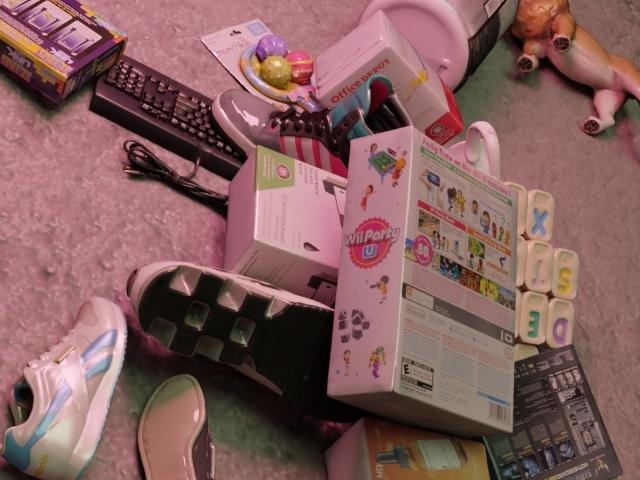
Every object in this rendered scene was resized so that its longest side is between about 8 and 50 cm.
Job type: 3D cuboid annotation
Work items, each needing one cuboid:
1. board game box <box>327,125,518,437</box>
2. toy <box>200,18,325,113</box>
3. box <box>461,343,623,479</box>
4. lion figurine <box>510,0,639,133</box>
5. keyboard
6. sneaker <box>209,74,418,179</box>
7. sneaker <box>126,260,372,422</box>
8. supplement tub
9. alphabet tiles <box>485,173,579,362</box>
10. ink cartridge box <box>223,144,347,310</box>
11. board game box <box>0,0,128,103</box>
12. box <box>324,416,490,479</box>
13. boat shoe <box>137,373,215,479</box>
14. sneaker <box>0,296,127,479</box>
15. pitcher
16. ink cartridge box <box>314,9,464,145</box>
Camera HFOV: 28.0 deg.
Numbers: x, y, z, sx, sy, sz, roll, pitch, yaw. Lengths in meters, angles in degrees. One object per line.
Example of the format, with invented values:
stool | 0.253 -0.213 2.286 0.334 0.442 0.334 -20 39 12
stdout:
board game box | 0.125 0.054 1.467 0.224 0.097 0.303 26 62 -44
toy | -0.043 -0.237 1.839 0.237 0.056 0.137 49 40 10
box | 0.264 0.242 1.617 0.233 0.059 0.183 -11 76 -42
lion figurine | 0.464 -0.323 2.266 0.392 0.142 0.240 46 31 -16
keyboard | -0.152 -0.122 1.675 0.317 0.033 0.201 26 43 -16
sneaker | 0.011 -0.151 1.659 0.295 0.178 0.124 32 35 1
sneaker | -0.069 0.099 1.464 0.330 0.122 0.146 29 0 -24
supplement tub | 0.198 -0.363 2.029 0.193 0.193 0.316 40 40 -1
alphabet tiles | 0.243 0.060 1.691 0.284 0.021 0.278 14 82 -40
ink cartridge box | 0.000 0.000 1.563 0.219 0.092 0.160 19 46 -21
board game box | -0.351 -0.260 1.616 0.170 0.048 0.141 35 41 6
box | 0.103 0.290 1.456 0.170 0.091 0.130 16 47 -26
boat shoe | -0.146 0.235 1.356 0.206 0.075 0.065 -97 167 -44
sneaker | -0.261 0.140 1.318 0.092 0.087 0.228 24 41 -16
pitcher | 0.226 -0.046 1.772 0.125 0.178 0.207 -11 70 -14
ink cartridge box | 0.093 -0.205 1.803 0.176 0.128 0.127 45 21 -28
